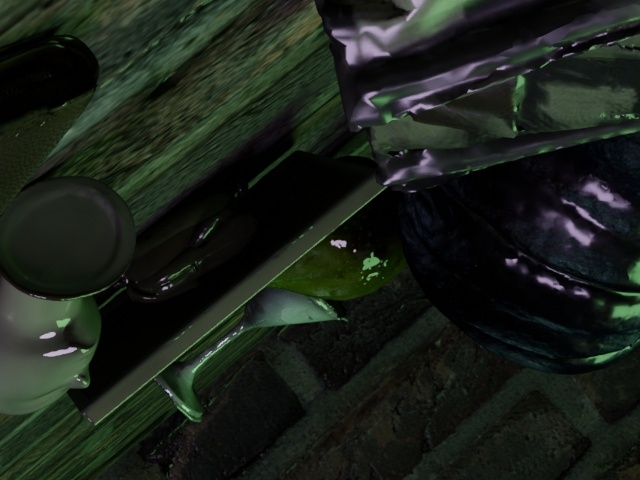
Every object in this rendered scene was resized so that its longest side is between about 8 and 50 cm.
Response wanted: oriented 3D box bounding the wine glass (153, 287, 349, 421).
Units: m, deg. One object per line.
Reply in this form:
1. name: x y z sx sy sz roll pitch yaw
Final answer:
1. wine glass: -0.077 0.083 1.555 0.183 0.122 0.122 -37 176 8

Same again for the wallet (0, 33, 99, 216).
1. wallet: -0.162 0.007 0.590 0.198 0.031 0.110 -45 173 36

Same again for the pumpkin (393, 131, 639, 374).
1. pumpkin: 0.219 -0.065 1.342 0.363 0.266 0.363 -56 170 -16

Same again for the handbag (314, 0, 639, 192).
1. handbag: 0.154 -0.133 0.666 0.327 0.162 0.325 -17 173 4

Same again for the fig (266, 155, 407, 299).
1. fig: 0.000 0.000 1.417 0.156 0.123 0.123 -25 178 9

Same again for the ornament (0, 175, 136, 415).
1. ornament: -0.137 0.036 0.785 0.075 0.081 0.156 -43 173 -36

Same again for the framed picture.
1. framed picture: -0.080 0.024 1.120 0.250 0.016 0.184 -39 -163 -11

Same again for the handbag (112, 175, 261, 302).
1. handbag: -0.088 0.004 1.067 0.111 0.047 0.072 -36 -167 -22
